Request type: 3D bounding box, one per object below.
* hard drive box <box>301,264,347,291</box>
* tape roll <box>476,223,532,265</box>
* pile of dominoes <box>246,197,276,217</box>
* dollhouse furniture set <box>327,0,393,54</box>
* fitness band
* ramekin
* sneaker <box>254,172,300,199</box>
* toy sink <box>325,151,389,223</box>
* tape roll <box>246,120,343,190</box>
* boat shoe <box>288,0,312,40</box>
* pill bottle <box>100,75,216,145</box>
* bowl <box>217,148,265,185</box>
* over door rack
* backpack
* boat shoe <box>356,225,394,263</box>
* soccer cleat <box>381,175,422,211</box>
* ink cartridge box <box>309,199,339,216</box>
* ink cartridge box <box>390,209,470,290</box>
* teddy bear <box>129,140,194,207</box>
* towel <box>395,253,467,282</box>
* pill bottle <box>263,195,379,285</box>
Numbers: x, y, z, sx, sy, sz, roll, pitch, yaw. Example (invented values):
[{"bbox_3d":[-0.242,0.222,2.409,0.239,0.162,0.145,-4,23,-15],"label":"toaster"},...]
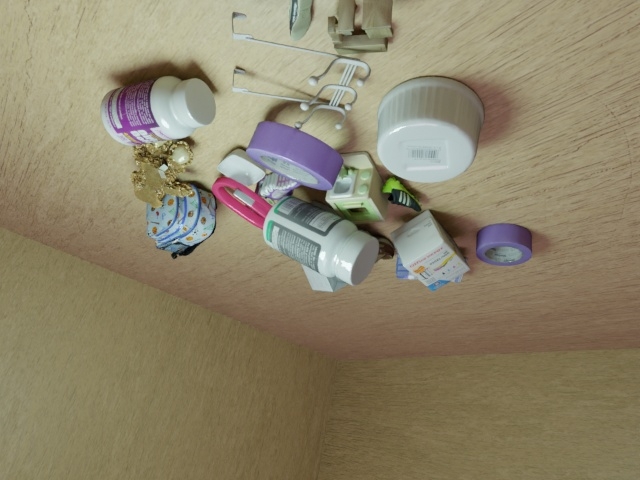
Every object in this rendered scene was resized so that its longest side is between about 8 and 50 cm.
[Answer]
[{"bbox_3d":[0.008,0.127,1.897,0.181,0.089,0.232,67,157,-6],"label":"hard drive box"},{"bbox_3d":[0.672,0.018,1.576,0.189,0.080,0.189,11,153,6],"label":"tape roll"},{"bbox_3d":[-0.195,-0.072,1.715,0.251,0.040,0.196,45,146,-10],"label":"pile of dominoes"},{"bbox_3d":[0.091,-0.484,0.907,0.144,0.123,0.151,4,-173,17],"label":"dollhouse furniture set"},{"bbox_3d":[-0.271,-0.130,1.594,0.291,0.054,0.209,38,162,-18],"label":"fitness band"},{"bbox_3d":[0.278,-0.272,1.119,0.278,0.135,0.277,10,153,5],"label":"ramekin"},{"bbox_3d":[-0.127,-0.194,1.506,0.105,0.095,0.237,27,156,-36],"label":"sneaker"},{"bbox_3d":[0.114,-0.161,1.409,0.153,0.131,0.234,-3,150,27],"label":"toy sink"},{"bbox_3d":[-0.075,-0.244,1.264,0.275,0.090,0.275,23,177,1],"label":"tape roll"},{"bbox_3d":[-0.048,-0.497,0.927,0.043,0.049,0.137,53,159,13],"label":"boat shoe"},{"bbox_3d":[-0.453,-0.367,1.213,0.302,0.169,0.169,-1,150,27],"label":"pill bottle"},{"bbox_3d":[-0.266,-0.256,1.476,0.142,0.053,0.142,30,149,-30],"label":"bowl"},{"bbox_3d":[-0.069,-0.379,1.042,0.325,0.108,0.239,17,166,-8],"label":"over door rack"},{"bbox_3d":[-0.543,-0.099,1.688,0.264,0.276,0.213,-18,162,21],"label":"backpack"},{"bbox_3d":[0.190,0.041,1.745,0.123,0.119,0.324,-13,156,39],"label":"boat shoe"},{"bbox_3d":[0.272,-0.142,1.438,0.179,0.060,0.072,37,103,-32],"label":"soccer cleat"},{"bbox_3d":[-0.009,-0.058,1.713,0.153,0.086,0.208,20,153,-13],"label":"ink cartridge box"},{"bbox_3d":[0.401,0.040,1.578,0.171,0.168,0.233,-35,133,20],"label":"ink cartridge box"},{"bbox_3d":[-0.556,-0.261,1.510,0.245,0.113,0.338,21,137,-4],"label":"teddy bear"},{"bbox_3d":[0.462,0.117,1.806,0.285,0.034,0.209,4,150,10],"label":"towel"},{"bbox_3d":[0.000,0.000,1.450,0.361,0.204,0.204,27,161,28],"label":"pill bottle"}]
